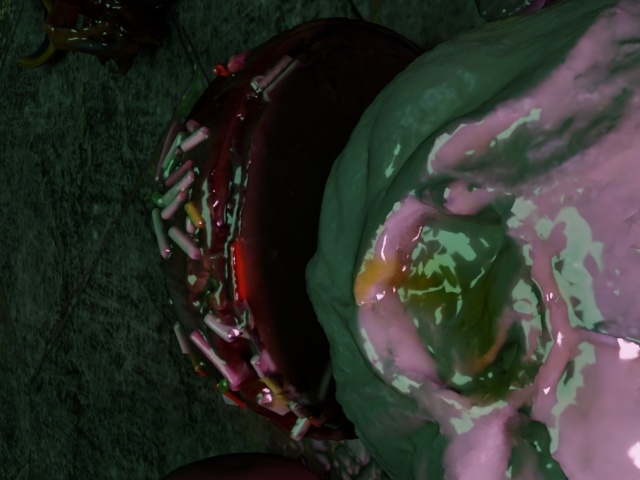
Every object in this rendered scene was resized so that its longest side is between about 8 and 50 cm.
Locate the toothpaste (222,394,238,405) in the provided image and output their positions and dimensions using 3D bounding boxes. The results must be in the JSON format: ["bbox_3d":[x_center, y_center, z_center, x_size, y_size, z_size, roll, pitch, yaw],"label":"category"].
[{"bbox_3d":[-0.098,0.024,0.975,0.100,0.066,0.323,-4,93,47],"label":"toothpaste"}]

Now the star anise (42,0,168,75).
[{"bbox_3d":[-0.252,-0.304,1.072,0.237,0.148,0.346,-59,31,31],"label":"star anise"}]

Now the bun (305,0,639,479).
[{"bbox_3d":[0.137,0.034,0.529,0.362,0.211,0.362,5,98,35],"label":"bun"}]

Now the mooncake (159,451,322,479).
[{"bbox_3d":[-0.087,0.394,0.895,0.326,0.174,0.334,-46,56,40],"label":"mooncake"}]

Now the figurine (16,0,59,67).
[{"bbox_3d":[-0.482,-0.488,1.268,0.387,0.268,0.401,-13,77,54],"label":"figurine"}]

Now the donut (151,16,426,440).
[{"bbox_3d":[-0.016,-0.004,0.712,0.136,0.259,0.345,0,93,45],"label":"donut"}]

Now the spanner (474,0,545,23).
[{"bbox_3d":[0.082,-0.258,0.763,0.325,0.026,0.093,37,121,46],"label":"spanner"}]
